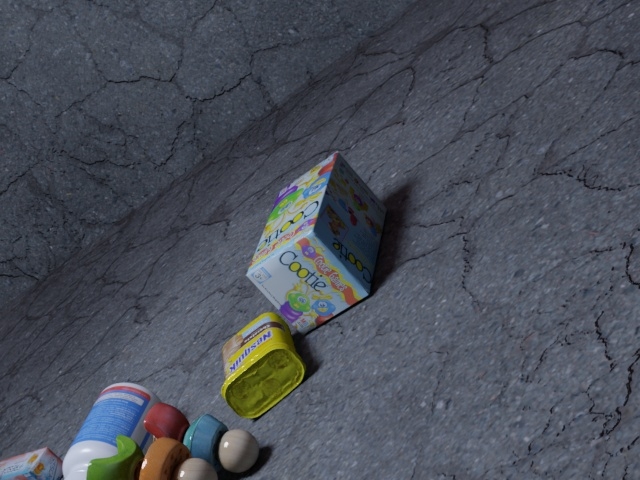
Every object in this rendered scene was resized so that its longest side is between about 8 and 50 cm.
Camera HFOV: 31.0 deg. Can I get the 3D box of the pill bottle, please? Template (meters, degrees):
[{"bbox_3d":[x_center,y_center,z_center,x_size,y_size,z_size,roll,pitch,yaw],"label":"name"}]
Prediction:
[{"bbox_3d":[-0.331,0.337,1.812,0.124,0.124,0.221,-31,20,29],"label":"pill bottle"}]

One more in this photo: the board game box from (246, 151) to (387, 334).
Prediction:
[{"bbox_3d":[0.000,0.000,1.889,0.142,0.144,0.275,-33,19,25],"label":"board game box"}]

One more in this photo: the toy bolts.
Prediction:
[{"bbox_3d":[-0.181,0.333,1.554,0.159,0.218,0.228,4,23,19],"label":"toy bolts"}]

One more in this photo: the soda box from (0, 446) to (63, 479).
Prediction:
[{"bbox_3d":[-0.543,0.433,2.121,0.183,0.058,0.063,-23,26,45],"label":"soda box"}]

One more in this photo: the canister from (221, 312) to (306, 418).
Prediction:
[{"bbox_3d":[-0.093,0.187,1.765,0.126,0.073,0.170,-39,17,4],"label":"canister"}]
